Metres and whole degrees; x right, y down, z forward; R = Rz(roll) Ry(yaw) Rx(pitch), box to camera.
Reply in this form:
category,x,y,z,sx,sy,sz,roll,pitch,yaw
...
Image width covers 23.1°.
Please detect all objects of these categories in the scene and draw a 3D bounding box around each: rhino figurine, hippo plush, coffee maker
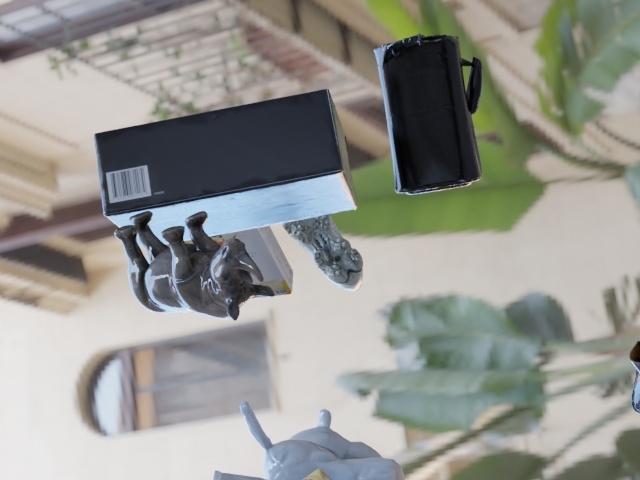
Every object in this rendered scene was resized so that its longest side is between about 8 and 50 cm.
category,x,y,z,sx,sy,sz,roll,pitch,yaw
rhino figurine,-0.123,0.030,1.571,0.073,0.243,0.106,-27,-73,-32
hippo plush,-0.011,0.383,2.334,0.236,0.294,0.234,-35,-33,-86
coffee maker,0.119,-0.145,1.844,0.171,0.120,0.178,-12,-88,-61

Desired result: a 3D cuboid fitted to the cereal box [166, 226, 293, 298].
category,x,y,z,sx,sy,sz,roll,pitch,yaw
cereal box,-0.152,0.008,2.204,0.240,0.173,0.047,63,-156,-54

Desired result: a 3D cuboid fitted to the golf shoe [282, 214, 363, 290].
category,x,y,z,sx,sy,sz,roll,pitch,yaw
golf shoe,0.000,0.000,2.106,0.176,0.069,0.086,59,178,28

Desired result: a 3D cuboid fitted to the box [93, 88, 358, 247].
category,x,y,z,sx,sy,sz,roll,pitch,yaw
box,-0.101,-0.076,1.750,0.184,0.261,0.103,65,-165,-75

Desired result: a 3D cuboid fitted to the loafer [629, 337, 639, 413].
category,x,y,z,sx,sy,sz,roll,pitch,yaw
loafer,0.394,0.138,1.873,0.062,0.061,0.170,-121,35,-54

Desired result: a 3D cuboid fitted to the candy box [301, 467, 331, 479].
category,x,y,z,sx,sy,sz,roll,pitch,yaw
candy box,-0.071,0.402,1.602,0.183,0.316,0.087,54,-177,-14
